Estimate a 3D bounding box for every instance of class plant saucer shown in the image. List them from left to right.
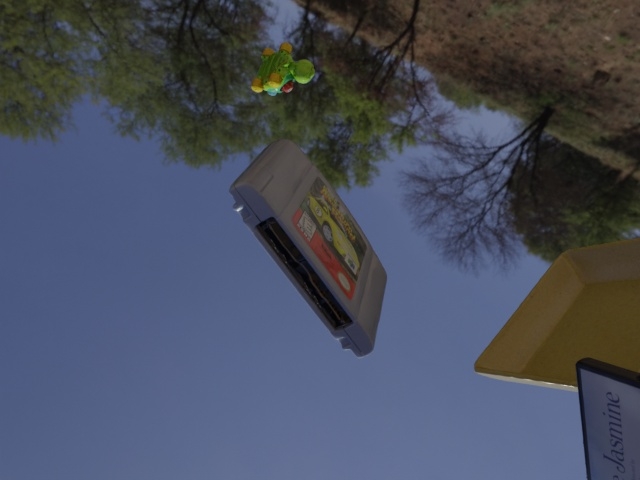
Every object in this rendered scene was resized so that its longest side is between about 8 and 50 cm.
[{"bbox_3d":[0.459,0.132,0.837,0.333,0.333,0.081,-44,-83,-19],"label":"plant saucer"}]

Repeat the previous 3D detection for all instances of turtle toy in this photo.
[{"bbox_3d":[-0.070,-0.323,0.985,0.130,0.095,0.066,3,159,42],"label":"turtle toy"}]

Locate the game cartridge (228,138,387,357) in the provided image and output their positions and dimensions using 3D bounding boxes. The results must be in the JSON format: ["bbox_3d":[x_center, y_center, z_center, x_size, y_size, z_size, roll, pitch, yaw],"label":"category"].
[{"bbox_3d":[0.000,0.000,0.733,0.294,0.060,0.196,54,-156,-18],"label":"game cartridge"}]

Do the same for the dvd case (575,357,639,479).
[{"bbox_3d":[0.348,0.224,0.458,0.022,0.180,0.253,-13,-171,-21],"label":"dvd case"}]
